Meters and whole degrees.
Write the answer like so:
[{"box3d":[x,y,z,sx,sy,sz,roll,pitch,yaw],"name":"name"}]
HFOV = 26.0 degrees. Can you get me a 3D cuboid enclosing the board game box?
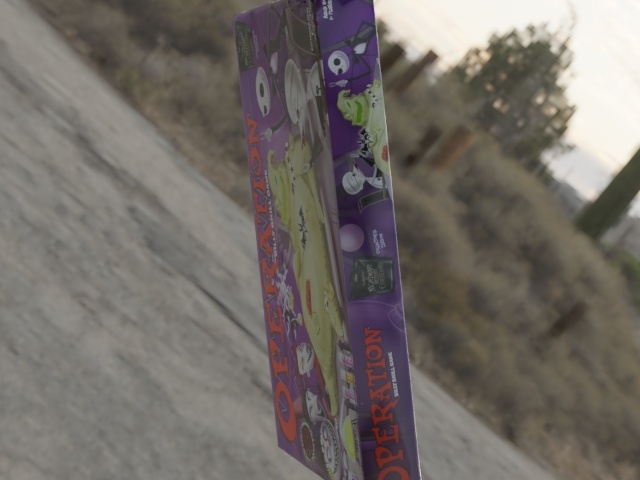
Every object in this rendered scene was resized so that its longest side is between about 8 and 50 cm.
[{"box3d":[0.000,0.000,0.999,0.208,0.056,0.346,-165,-112,-75],"name":"board game box"}]
